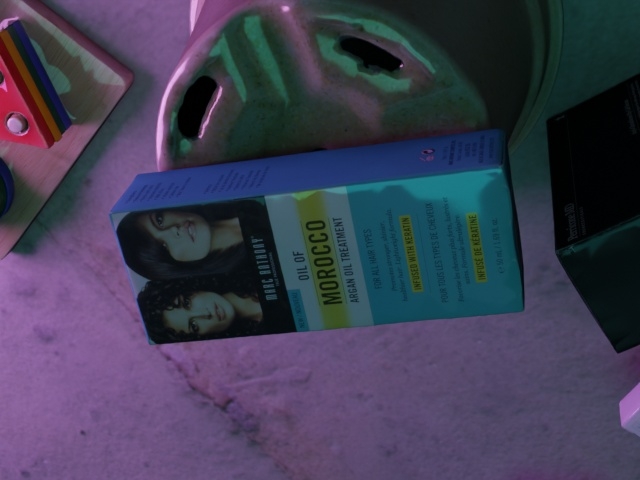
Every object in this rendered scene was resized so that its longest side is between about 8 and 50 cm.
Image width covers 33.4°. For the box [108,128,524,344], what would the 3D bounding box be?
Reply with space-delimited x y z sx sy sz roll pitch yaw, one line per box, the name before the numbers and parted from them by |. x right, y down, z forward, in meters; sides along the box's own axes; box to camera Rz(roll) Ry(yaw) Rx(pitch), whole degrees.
box | 0.000 0.000 0.669 0.244 0.060 0.101 -7 115 13

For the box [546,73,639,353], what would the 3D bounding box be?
box | 0.280 -0.051 0.825 0.184 0.261 0.103 -25 110 21

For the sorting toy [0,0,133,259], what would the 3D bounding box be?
sorting toy | -0.355 -0.127 1.000 0.255 0.089 0.257 37 117 -10

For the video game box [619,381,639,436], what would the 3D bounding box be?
video game box | 0.408 0.138 0.954 0.187 0.048 0.205 34 118 -5

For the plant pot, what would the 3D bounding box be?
plant pot | 0.024 -0.115 0.814 0.333 0.305 0.334 4 117 8
